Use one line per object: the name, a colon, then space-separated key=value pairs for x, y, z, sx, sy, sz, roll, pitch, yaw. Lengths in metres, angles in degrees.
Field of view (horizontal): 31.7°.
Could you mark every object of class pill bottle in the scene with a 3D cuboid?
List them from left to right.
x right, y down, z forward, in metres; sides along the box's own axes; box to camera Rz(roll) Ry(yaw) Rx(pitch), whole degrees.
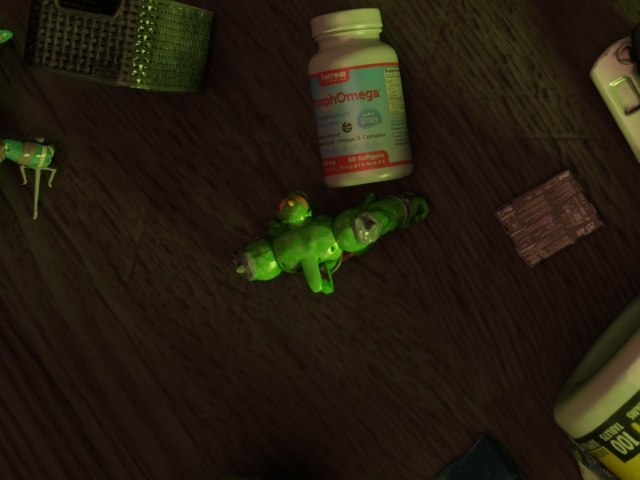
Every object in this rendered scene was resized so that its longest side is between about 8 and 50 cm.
pill bottle: x=0.035 y=-0.134 z=1.065 sx=0.087 sy=0.087 sz=0.160 roll=-8 pitch=94 yaw=14
pill bottle: x=0.382 y=0.190 z=0.965 sx=0.334 sy=0.188 sz=0.188 roll=40 pitch=103 yaw=7

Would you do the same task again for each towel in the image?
towel: x=0.136 y=0.248 z=1.094 sx=0.119 sy=0.067 sz=0.029 roll=-42 pitch=129 yaw=11

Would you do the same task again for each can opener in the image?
can opener: x=0.332 y=-0.061 z=1.006 sx=0.074 sy=0.093 sz=0.280 roll=-29 pitch=94 yaw=14

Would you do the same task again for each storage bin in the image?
storage bin: x=-0.186 y=-0.190 z=1.063 sx=0.122 sy=0.180 sz=0.084 roll=12 pitch=100 yaw=12

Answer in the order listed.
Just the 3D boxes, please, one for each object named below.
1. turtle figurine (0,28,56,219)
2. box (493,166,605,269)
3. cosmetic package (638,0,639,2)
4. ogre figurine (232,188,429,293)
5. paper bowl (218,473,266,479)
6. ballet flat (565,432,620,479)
turtle figurine: x=-0.365 y=-0.095 z=1.156 sx=0.175 sy=0.118 sz=0.234 roll=-2 pitch=90 yaw=14
box: x=0.217 y=-0.021 z=1.069 sx=0.083 sy=0.018 sz=0.067 roll=-33 pitch=88 yaw=15
cosmetic package: x=0.361 y=-0.400 z=0.953 sx=0.377 sy=0.097 sz=0.284 roll=-40 pitch=85 yaw=14
ogre figurine: x=0.000 y=0.000 z=1.072 sx=0.197 sy=0.118 sz=0.096 roll=1 pitch=96 yaw=13
paper bowl: x=-0.100 y=0.359 z=1.049 sx=0.148 sy=0.284 sz=0.284 roll=11 pitch=99 yaw=13
ballet flat: x=0.285 y=0.224 z=1.061 sx=0.188 sy=0.070 sz=0.070 roll=44 pitch=104 yaw=10
